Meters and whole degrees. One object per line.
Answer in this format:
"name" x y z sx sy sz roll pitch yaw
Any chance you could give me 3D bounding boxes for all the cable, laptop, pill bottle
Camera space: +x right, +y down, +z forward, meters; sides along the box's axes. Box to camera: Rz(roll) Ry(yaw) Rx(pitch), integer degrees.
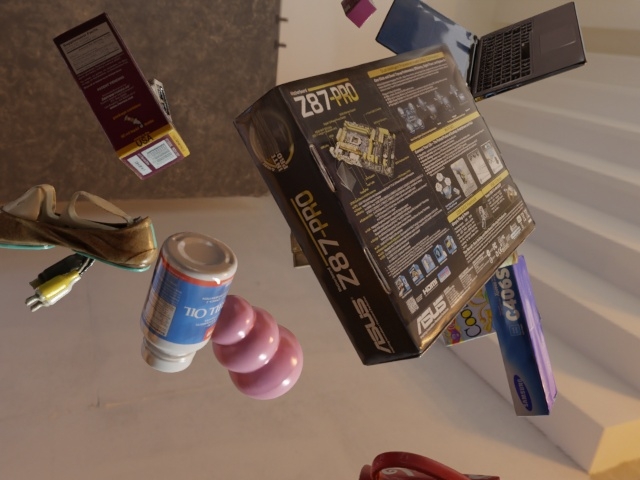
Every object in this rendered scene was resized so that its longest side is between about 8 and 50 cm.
"cable" -0.496 0.050 1.173 0.287 0.072 0.139 -32 -174 -16
"laptop" 0.399 -0.540 1.344 0.408 0.236 0.382 -13 -144 30
"pill bottle" -0.227 0.107 0.906 0.124 0.221 0.124 19 -153 -10

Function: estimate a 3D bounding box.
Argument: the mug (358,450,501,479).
"mug" 0.133 0.327 0.653 0.169 0.150 0.113 -5 -125 16

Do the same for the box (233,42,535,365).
"box" 0.118 -0.076 0.709 0.097 0.318 0.395 -22 -173 44

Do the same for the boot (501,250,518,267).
"boot" 0.289 -0.042 1.189 0.204 0.261 0.095 -22 -179 23

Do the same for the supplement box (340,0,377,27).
"supplement box" 0.079 -0.489 1.133 0.043 0.055 0.083 33 -150 -30

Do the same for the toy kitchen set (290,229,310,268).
"toy kitchen set" 0.000 0.000 0.846 0.068 0.083 0.075 -9 169 22

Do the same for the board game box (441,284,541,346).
"board game box" 0.481 0.209 1.612 0.275 0.144 0.142 -18 167 9

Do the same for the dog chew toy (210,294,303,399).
"dog chew toy" -0.184 0.267 1.415 0.207 0.331 0.206 -20 -141 17

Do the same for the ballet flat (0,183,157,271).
"ballet flat" -0.466 -0.034 0.994 0.343 0.124 0.116 11 -166 -1

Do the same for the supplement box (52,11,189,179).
"supplement box" -0.266 -0.191 0.739 0.081 0.188 0.104 -30 173 -7

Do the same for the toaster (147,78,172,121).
"toaster" -0.389 -0.262 1.195 0.110 0.168 0.185 -14 -168 -5

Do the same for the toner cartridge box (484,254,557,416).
"toner cartridge box" 0.468 0.214 1.277 0.075 0.347 0.165 -15 176 31
